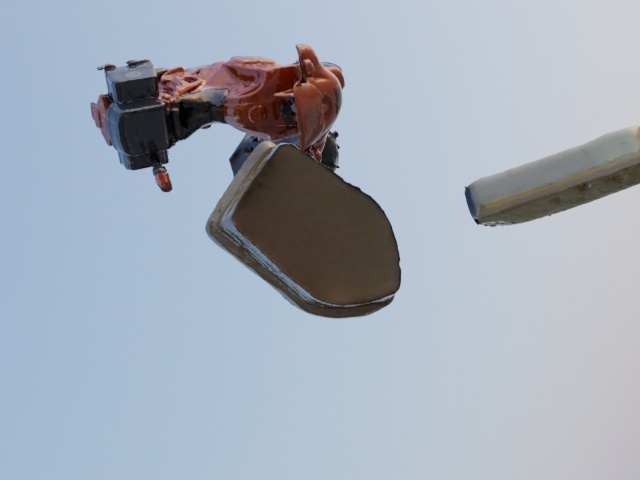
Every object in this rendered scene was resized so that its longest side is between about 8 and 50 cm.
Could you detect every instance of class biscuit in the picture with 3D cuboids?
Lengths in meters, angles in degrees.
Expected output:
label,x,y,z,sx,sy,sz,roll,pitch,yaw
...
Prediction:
label,x,y,z,sx,sy,sz,roll,pitch,yaw
biscuit,0.234,-0.061,1.148,0.056,0.188,0.052,30,-135,-58

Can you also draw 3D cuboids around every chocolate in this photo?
label,x,y,z,sx,sy,sz,roll,pitch,yaw
chocolate,-0.029,-0.118,1.661,0.156,0.156,0.133,-55,10,-25

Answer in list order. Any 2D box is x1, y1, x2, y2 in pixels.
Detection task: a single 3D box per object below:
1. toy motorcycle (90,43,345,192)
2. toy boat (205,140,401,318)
label,x,y,z,sx,sy,sz,roll,pitch,yaw
toy motorcycle,-0.111,-0.164,1.451,0.325,0.221,0.148,-12,-63,-13
toy boat,0.000,0.000,1.073,0.116,0.188,0.061,-57,13,-17
